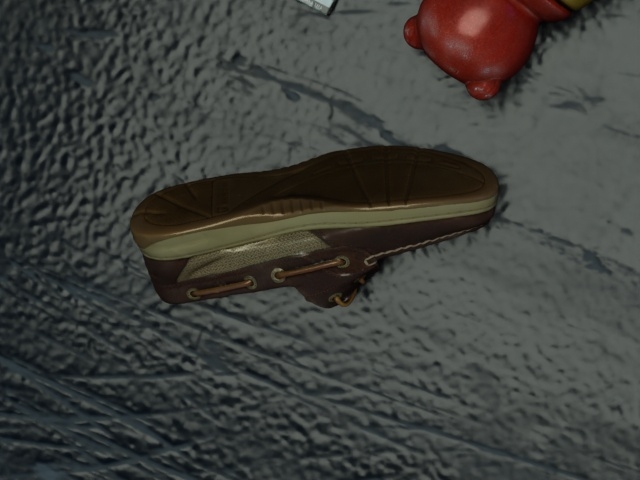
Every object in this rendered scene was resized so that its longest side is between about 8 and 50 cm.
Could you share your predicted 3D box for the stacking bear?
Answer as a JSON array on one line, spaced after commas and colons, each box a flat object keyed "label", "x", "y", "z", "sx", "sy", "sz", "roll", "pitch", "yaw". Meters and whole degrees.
[{"label": "stacking bear", "x": 0.197, "y": -0.264, "z": 1.400, "sx": 0.175, "sy": 0.164, "sz": 0.289, "roll": 39, "pitch": 102, "yaw": 7}]

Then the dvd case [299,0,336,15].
[{"label": "dvd case", "x": -0.002, "y": -0.286, "z": 1.499, "sx": 0.087, "sy": 0.013, "sz": 0.119, "roll": 30, "pitch": 97, "yaw": 8}]

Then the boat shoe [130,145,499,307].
[{"label": "boat shoe", "x": 0.000, "y": 0.000, "z": 1.471, "sx": 0.342, "sy": 0.123, "sz": 0.123, "roll": -9, "pitch": 120, "yaw": 5}]
